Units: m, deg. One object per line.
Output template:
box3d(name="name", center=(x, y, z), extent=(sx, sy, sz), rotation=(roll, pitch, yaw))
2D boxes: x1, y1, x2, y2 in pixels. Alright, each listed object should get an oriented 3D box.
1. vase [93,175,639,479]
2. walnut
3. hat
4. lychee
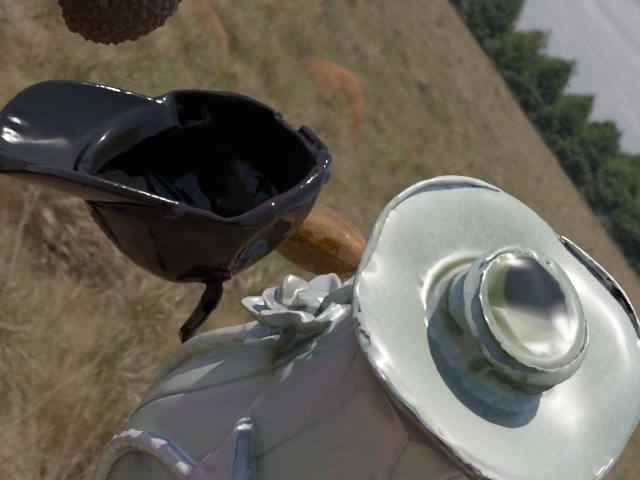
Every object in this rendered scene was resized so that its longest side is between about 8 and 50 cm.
box3d(name="vase", center=(0.009, 0.138, 0.712), extent=(0.250, 0.445, 0.250), rotation=(15, 56, -23))
box3d(name="walnut", center=(0.000, 0.000, 1.666), extent=(0.207, 0.116, 0.116), rotation=(25, 2, 23))
box3d(name="hat", center=(-0.171, -0.033, 1.087), extent=(0.336, 0.209, 0.238), rotation=(2, 39, -13))
box3d(name="lychee", center=(-0.285, -0.395, 1.552), extent=(0.200, 0.238, 0.200), rotation=(39, 5, -4))
